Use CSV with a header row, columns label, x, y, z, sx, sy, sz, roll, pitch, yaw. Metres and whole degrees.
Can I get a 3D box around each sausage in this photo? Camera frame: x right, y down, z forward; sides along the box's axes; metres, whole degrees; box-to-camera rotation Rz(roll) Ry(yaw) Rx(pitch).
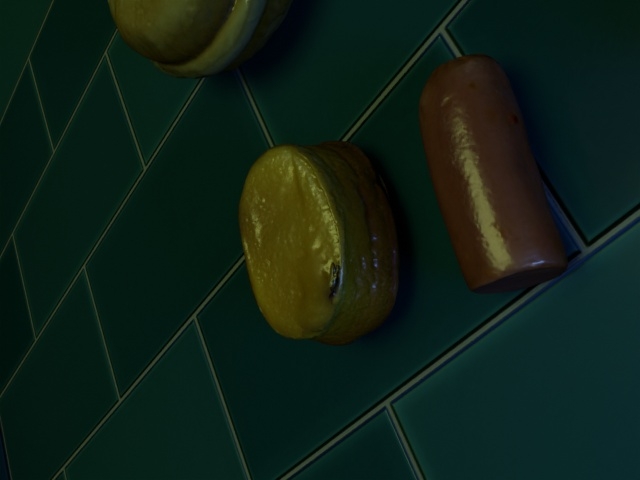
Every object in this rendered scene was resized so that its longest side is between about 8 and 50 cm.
label,x,y,z,sx,sy,sz,roll,pitch,yaw
sausage,0.171,-0.075,0.776,0.113,0.114,0.259,-30,67,44

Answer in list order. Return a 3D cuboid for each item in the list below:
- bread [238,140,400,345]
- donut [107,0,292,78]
label,x,y,z,sx,sy,sz,roll,pitch,yaw
bread,0.000,0.000,0.938,0.195,0.143,0.269,-29,69,41
donut,-0.178,-0.467,1.124,0.449,0.198,0.448,-2,87,49
